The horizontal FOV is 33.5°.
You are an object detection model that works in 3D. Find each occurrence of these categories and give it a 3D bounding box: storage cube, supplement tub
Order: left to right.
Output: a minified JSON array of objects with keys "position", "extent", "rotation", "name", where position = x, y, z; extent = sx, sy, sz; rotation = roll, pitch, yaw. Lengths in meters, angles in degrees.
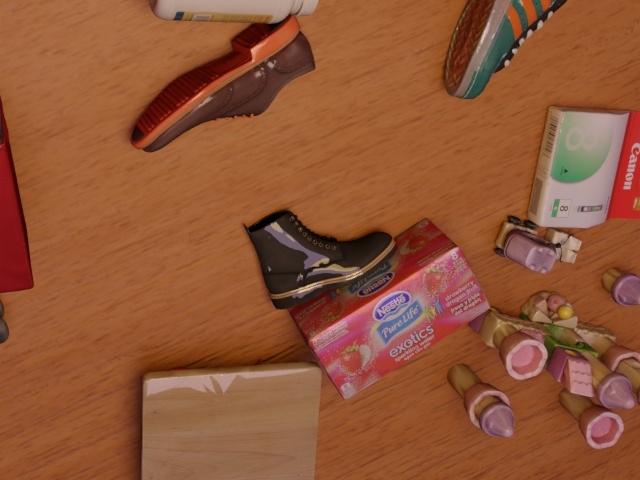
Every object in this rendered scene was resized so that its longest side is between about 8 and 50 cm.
[{"position":[-0.457,-0.050,1.284],"extent":[0.183,0.215,0.193],"rotation":[-11,119,-14],"name":"storage cube"},{"position":[-0.108,-0.342,1.315],"extent":[0.199,0.144,0.144],"rotation":[-2,110,-17],"name":"supplement tub"}]

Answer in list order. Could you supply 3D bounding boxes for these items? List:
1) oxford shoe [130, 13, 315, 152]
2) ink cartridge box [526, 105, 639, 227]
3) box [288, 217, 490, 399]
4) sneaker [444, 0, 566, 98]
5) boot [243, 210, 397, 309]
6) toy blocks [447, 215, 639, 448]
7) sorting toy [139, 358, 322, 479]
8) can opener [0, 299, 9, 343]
[{"position":[-0.124,-0.186,1.399],"extent":[0.271,0.097,0.098],"rotation":[-35,122,-2],"name":"oxford shoe"},{"position":[0.438,-0.109,1.626],"extent":[0.224,0.056,0.181],"rotation":[2,109,-16],"name":"ink cartridge box"},{"position":[0.097,0.097,1.554],"extent":[0.257,0.128,0.123],"rotation":[-32,116,-3],"name":"box"},{"position":[0.277,-0.323,1.464],"extent":[0.121,0.108,0.302],"rotation":[21,101,-19],"name":"sneaker"},{"position":[0.000,0.000,1.521],"extent":[0.198,0.077,0.137],"rotation":[-26,110,-8],"name":"boot"},{"position":[0.389,0.171,1.600],"extent":[0.288,0.260,0.309],"rotation":[13,106,-21],"name":"toy blocks"},{"position":[-0.140,0.291,1.574],"extent":[0.257,0.089,0.255],"rotation":[-2,110,-16],"name":"sorting toy"},{"position":[-0.553,0.147,1.412],"extent":[0.280,0.074,0.093],"rotation":[-20,149,-8],"name":"can opener"}]
